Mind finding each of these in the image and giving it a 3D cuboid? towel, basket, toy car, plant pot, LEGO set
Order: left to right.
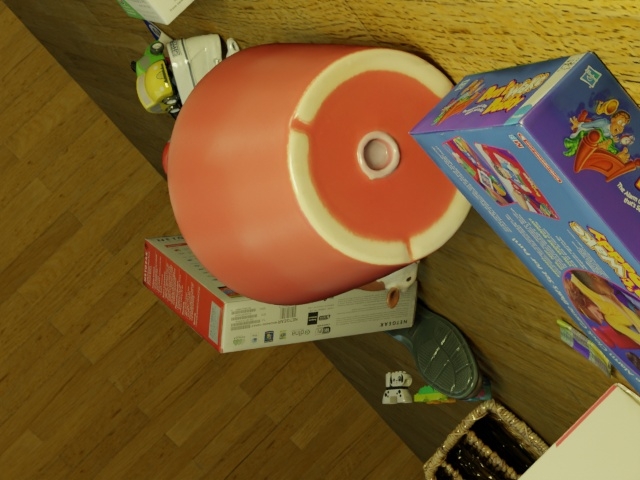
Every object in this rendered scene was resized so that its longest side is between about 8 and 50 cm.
[{"bbox_3d":[-0.232,-0.205,1.843,0.239,0.053,0.225,78,174,-46],"label":"toy car"},{"bbox_3d":[0.011,-0.072,1.225,0.275,0.275,0.243,47,162,-15],"label":"plant pot"},{"bbox_3d":[0.209,0.225,2.139,0.087,0.093,0.227,9,165,-39],"label":"LEGO set"},{"bbox_3d":[0.327,0.451,2.214,0.299,0.213,0.223,43,172,11],"label":"basket"},{"bbox_3d":[0.311,0.126,1.485,0.083,0.009,0.060,41,171,24],"label":"towel"}]

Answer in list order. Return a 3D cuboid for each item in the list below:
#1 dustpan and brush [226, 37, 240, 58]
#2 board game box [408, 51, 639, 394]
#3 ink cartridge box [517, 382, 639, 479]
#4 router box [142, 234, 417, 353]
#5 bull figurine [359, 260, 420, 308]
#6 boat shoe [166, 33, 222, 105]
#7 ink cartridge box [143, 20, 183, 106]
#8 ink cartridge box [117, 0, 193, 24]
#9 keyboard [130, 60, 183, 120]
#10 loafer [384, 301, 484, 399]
[{"bbox_3d":[-0.103,-0.174,1.719,0.060,0.147,0.211,-2,120,38],"label":"dustpan and brush"},{"bbox_3d":[0.246,0.010,1.032,0.347,0.078,0.233,47,171,-14],"label":"board game box"},{"bbox_3d":[0.352,0.328,1.575,0.117,0.207,0.283,41,171,32],"label":"ink cartridge box"},{"bbox_3d":[-0.067,0.064,1.992,0.301,0.335,0.082,33,123,55],"label":"router box"},{"bbox_3d":[0.000,0.000,1.844,0.310,0.101,0.188,12,152,46],"label":"bull figurine"},{"bbox_3d":[-0.146,-0.177,1.787,0.258,0.084,0.095,77,176,-48],"label":"boat shoe"},{"bbox_3d":[-0.158,-0.199,1.984,0.371,0.069,0.176,42,171,30],"label":"ink cartridge box"},{"bbox_3d":[-0.240,-0.368,1.478,0.219,0.092,0.160,49,170,-26],"label":"ink cartridge box"},{"bbox_3d":[-0.226,-0.206,1.987,0.180,0.023,0.108,50,176,-29],"label":"keyboard"},{"bbox_3d":[0.186,0.165,2.035,0.084,0.096,0.267,26,-167,-43],"label":"loafer"}]
